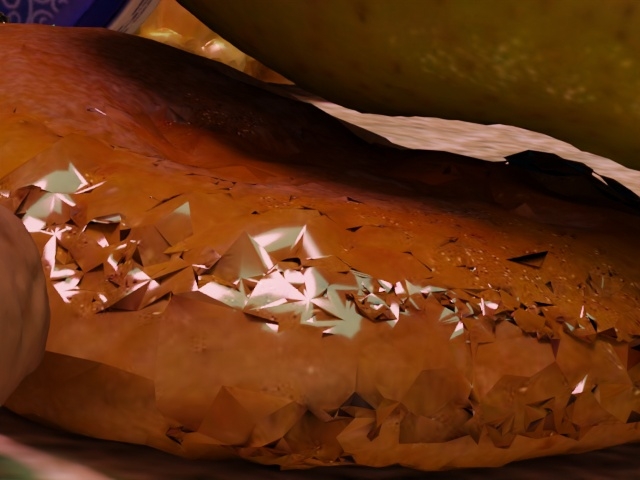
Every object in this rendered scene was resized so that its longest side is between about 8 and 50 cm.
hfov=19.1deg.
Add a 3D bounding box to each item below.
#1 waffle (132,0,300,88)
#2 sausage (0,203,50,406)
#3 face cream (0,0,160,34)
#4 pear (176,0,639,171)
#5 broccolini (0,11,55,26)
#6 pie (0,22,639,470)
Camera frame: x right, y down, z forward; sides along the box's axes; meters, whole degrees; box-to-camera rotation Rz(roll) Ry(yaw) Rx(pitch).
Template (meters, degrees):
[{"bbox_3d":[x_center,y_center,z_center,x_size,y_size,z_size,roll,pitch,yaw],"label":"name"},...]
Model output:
[{"bbox_3d":[-0.116,-0.139,1.099,0.309,0.065,0.283,6,12,-19],"label":"waffle"},{"bbox_3d":[-0.124,0.032,0.267,0.066,0.066,0.301,13,13,20],"label":"sausage"},{"bbox_3d":[-0.158,-0.166,0.841,0.206,0.206,0.111,11,8,9],"label":"face cream"},{"bbox_3d":[0.061,-0.095,0.495,0.255,0.164,0.238,7,22,-15],"label":"pear"},{"bbox_3d":[-0.224,-0.082,0.706,0.271,0.062,0.123,3,23,-27],"label":"broccolini"},{"bbox_3d":[0.000,-0.001,0.519,0.273,0.069,0.273,14,15,-4],"label":"pie"}]
